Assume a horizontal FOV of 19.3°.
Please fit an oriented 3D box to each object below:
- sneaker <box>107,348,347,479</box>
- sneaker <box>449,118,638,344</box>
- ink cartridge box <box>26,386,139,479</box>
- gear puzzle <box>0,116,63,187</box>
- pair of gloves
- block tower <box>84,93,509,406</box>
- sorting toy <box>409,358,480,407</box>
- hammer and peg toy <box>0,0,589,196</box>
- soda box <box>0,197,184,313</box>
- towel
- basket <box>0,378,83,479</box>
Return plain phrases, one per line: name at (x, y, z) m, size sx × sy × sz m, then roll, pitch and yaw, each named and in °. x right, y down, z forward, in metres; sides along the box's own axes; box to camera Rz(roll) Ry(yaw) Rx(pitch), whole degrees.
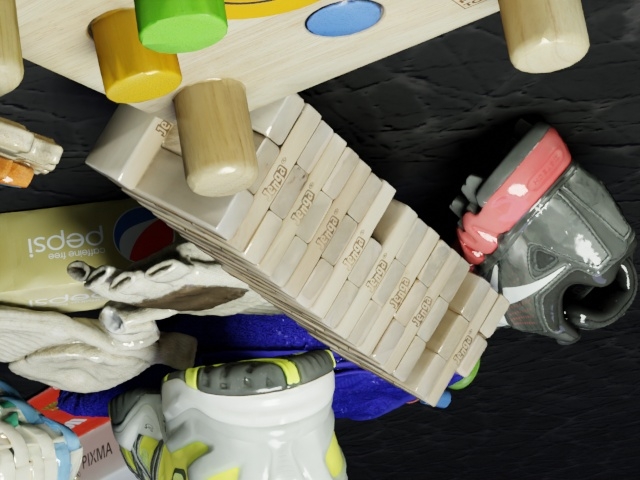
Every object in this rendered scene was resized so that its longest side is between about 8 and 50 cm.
sneaker at (-0.072, 0.172, 1.363) m, size 0.145 × 0.147 × 0.385 m, roll -7°, pitch 172°, yaw -9°
sneaker at (0.146, 0.024, 1.316) m, size 0.097 × 0.135 × 0.276 m, roll -48°, pitch 172°, yaw -21°
ink cartridge box at (-0.216, 0.207, 1.788) m, size 0.239 × 0.060 × 0.275 m, roll 5°, pitch 156°, yaw -40°
gear puzzle at (-0.203, -0.050, 0.826) m, size 0.175 × 0.044 × 0.339 m, roll 20°, pitch 177°, yaw -9°
pair of gloves at (-0.123, 0.055, 1.253) m, size 0.240 × 0.042 × 0.204 m, roll -21°, pitch 159°, yaw 32°
block tower at (0.000, 0.000, 1.134) m, size 0.097 × 0.091 × 0.335 m, roll 25°, pitch 172°, yaw 36°
sorting toy at (0.094, 0.118, 1.689) m, size 0.042 × 0.061 × 0.102 m, roll 16°, pitch 147°, yaw -40°
hammer and peg toy at (0.023, -0.142, 0.814) m, size 0.361 × 0.127 × 0.266 m, roll -20°, pitch 159°, yaw 25°
soda box at (-0.147, 0.010, 1.266) m, size 0.181 × 0.058 × 0.061 m, roll -8°, pitch 161°, yaw -9°
towel at (-0.038, 0.108, 1.570) m, size 0.308 × 0.076 × 0.227 m, roll 4°, pitch 156°, yaw -34°
basket at (-0.342, 0.180, 1.362) m, size 0.289 × 0.254 × 0.201 m, roll -17°, pitch 127°, yaw -40°
